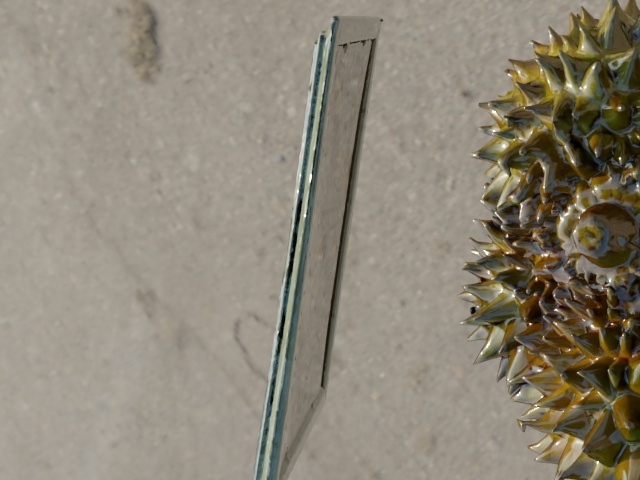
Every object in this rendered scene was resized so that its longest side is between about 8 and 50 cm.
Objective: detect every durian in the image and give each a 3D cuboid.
[{"bbox_3d":[0.115,0.018,0.360,0.137,0.168,0.158,-7,74,48],"label":"durian"}]

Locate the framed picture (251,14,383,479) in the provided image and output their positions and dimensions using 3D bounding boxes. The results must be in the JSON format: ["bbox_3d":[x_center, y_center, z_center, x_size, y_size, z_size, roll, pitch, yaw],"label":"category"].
[{"bbox_3d":[0.000,0.000,0.523,0.011,0.142,0.183,9,101,7],"label":"framed picture"}]
